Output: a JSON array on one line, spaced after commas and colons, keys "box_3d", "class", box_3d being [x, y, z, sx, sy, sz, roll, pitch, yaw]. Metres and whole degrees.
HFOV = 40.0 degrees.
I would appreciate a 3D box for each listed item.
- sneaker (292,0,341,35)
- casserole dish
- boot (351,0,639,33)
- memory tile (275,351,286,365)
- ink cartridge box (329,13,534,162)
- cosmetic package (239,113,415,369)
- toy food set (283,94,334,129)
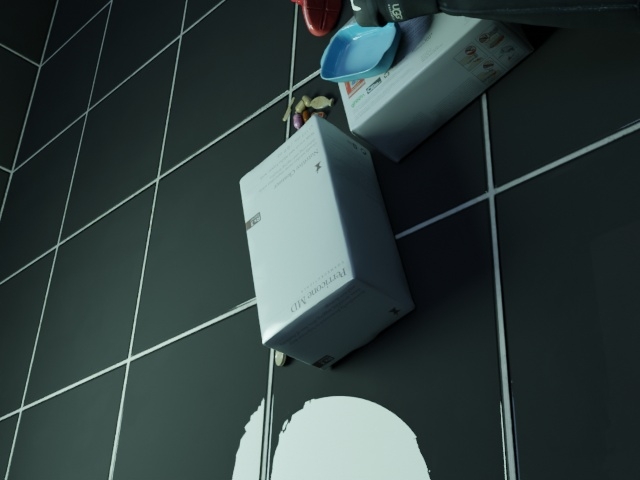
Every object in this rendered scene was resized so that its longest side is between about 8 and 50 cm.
[{"box_3d": [-0.015, -0.534, 1.971, 0.128, 0.087, 0.221, 134, 140, -64], "class": "sneaker"}, {"box_3d": [0.073, -0.325, 1.516, 0.188, 0.037, 0.114, 0, 67, 53], "class": "casserole dish"}, {"box_3d": [0.304, -0.463, 1.325, 0.445, 0.146, 0.367, 4, 61, 24], "class": "boot"}, {"box_3d": [-0.065, 0.143, 1.591, 0.148, 0.012, 0.113, -102, 30, -42], "class": "memory tile"}, {"box_3d": [0.178, -0.343, 1.542, 0.309, 0.130, 0.272, -39, 42, 28], "class": "ink cartridge box"}, {"box_3d": [0.000, 0.000, 1.514, 0.217, 0.156, 0.385, -39, 41, 26], "class": "cosmetic package"}, {"box_3d": [-0.023, -0.264, 1.833, 0.122, 0.019, 0.078, 18, 82, 46], "class": "toy food set"}]
